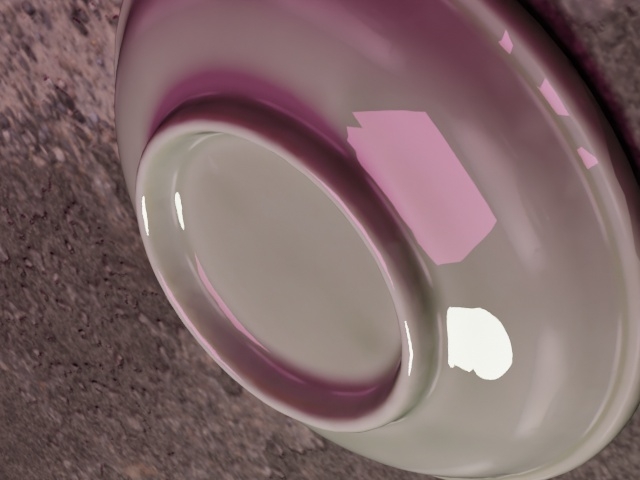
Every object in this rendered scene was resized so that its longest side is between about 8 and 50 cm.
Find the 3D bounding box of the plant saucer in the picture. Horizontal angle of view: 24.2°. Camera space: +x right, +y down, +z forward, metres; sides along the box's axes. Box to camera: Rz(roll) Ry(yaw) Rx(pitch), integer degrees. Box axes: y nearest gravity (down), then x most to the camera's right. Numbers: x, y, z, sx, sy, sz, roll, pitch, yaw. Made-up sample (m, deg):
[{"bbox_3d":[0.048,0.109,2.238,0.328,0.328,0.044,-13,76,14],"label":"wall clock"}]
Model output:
[{"bbox_3d":[0.000,0.000,0.872,0.400,0.100,0.400,29,139,28],"label":"plant saucer"}]
